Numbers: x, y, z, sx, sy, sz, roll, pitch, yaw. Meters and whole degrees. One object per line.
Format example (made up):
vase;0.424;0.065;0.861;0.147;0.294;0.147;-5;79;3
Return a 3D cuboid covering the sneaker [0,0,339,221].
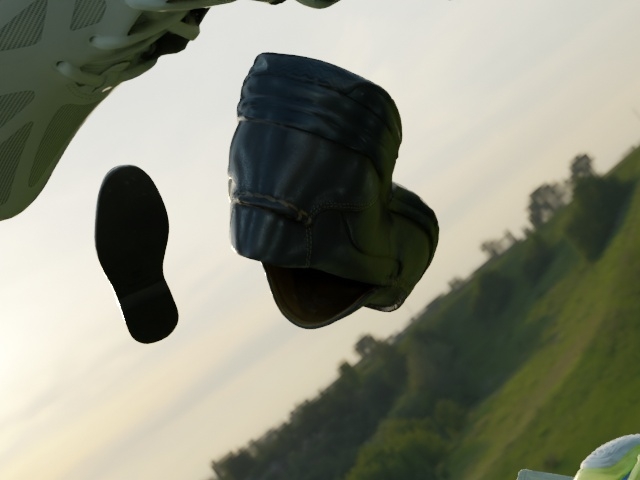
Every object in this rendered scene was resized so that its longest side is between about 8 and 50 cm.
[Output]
sneaker;-0.069;-0.142;0.682;0.447;0.257;0.169;-62;-8;32

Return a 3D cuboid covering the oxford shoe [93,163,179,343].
oxford shoe;-0.193;0.005;1.273;0.076;0.076;0.212;-16;-49;-18

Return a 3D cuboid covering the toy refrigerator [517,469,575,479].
toy refrigerator;0.193;0.324;1.061;0.269;0.102;0.094;-65;-24;-46

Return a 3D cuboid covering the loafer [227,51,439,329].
loafer;0.000;0.000;0.429;0.170;0.062;0.061;55;-126;-66

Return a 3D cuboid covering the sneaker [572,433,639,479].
sneaker;0.168;0.139;0.535;0.240;0.091;0.126;120;165;-53
